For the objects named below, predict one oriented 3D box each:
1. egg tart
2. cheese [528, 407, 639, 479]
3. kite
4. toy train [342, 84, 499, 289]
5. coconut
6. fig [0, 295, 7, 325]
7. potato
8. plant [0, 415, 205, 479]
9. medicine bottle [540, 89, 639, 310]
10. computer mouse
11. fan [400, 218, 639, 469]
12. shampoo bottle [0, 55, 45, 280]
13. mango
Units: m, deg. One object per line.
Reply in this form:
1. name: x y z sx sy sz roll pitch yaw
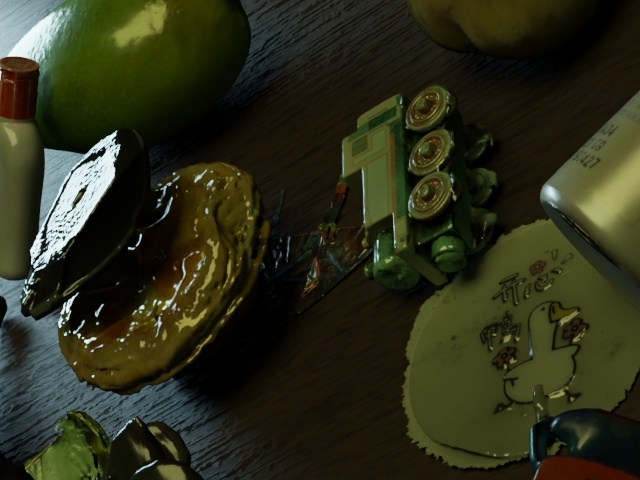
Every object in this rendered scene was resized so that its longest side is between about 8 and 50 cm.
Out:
1. egg tart: -0.127 0.041 1.723 0.241 0.106 0.241 -30 38 27
2. cheese: 0.174 0.223 1.199 0.329 0.217 0.129 -76 5 -56
3. kite: 0.000 0.000 1.718 0.183 0.010 0.160 -9 48 40
4. toy train: 0.081 -0.042 1.623 0.125 0.081 0.194 -30 40 29
5. coconut: -0.223 0.215 1.686 0.158 0.055 0.133 -8 48 38
6. fig: -0.371 0.139 1.833 0.217 0.217 0.321 -16 20 35
7. potato: 0.176 -0.283 1.716 0.191 0.141 0.296 -4 49 39
8. plant: -0.197 0.255 1.506 0.276 0.188 0.199 -42 36 4
9. medicine bottle: 0.291 -0.071 1.383 0.258 0.143 0.143 -44 35 1
10. computer mouse: -0.200 -0.010 1.721 0.106 0.062 0.192 12 73 60
11. fan: 0.162 0.130 1.424 0.233 0.012 0.415 -29 38 21
12. shampoo bottle: -0.310 -0.075 1.953 0.108 0.051 0.221 44 133 51
13. mango: -0.218 -0.171 1.985 0.343 0.156 0.192 -19 43 39
